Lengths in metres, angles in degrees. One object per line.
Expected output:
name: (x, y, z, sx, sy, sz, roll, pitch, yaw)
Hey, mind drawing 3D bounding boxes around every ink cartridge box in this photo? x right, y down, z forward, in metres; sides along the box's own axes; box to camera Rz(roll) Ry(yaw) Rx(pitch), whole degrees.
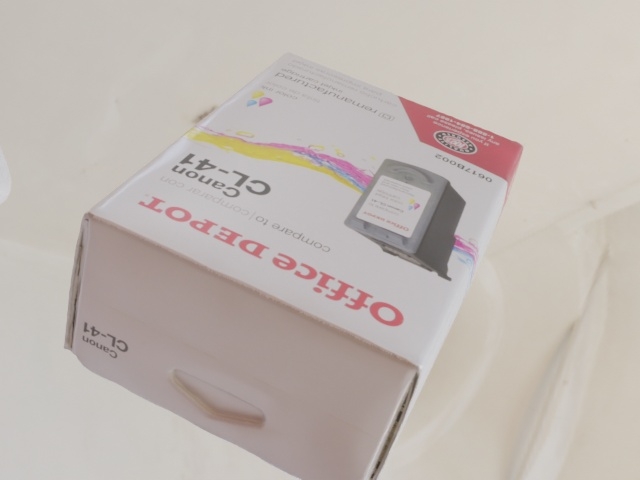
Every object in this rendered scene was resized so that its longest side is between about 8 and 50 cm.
ink cartridge box: (0.000, 0.000, 0.630, 0.226, 0.306, 0.131, 24, -55, 9)

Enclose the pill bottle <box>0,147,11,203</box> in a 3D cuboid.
pill bottle: (-0.517, -0.052, 0.898, 0.333, 0.188, 0.188, -26, -129, -3)
